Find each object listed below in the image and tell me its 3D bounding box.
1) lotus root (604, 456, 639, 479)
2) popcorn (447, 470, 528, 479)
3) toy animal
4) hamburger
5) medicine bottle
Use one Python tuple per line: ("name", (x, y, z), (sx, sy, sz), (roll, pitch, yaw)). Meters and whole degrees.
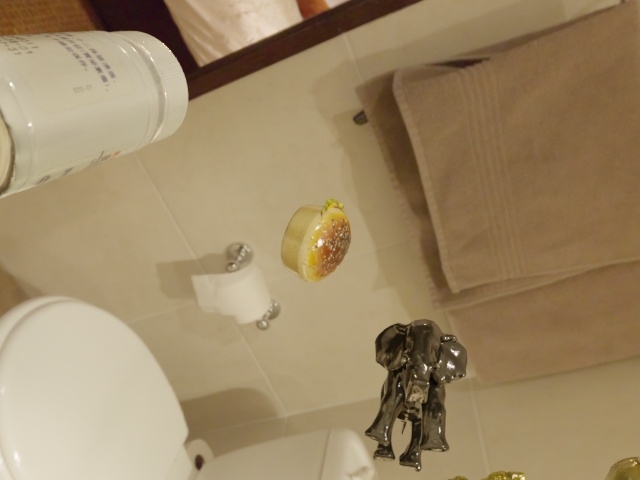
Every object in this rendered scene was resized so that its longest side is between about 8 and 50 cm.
("lotus root", (0.306, 0.297, 0.450), (0.077, 0.091, 0.182), (62, 28, -84))
("popcorn", (0.383, 0.603, 1.066), (0.173, 0.195, 0.168), (58, 23, -62))
("toy animal", (0.109, 0.191, 0.613), (0.245, 0.115, 0.146), (106, 5, -57))
("hamburger", (0.000, 0.000, 0.770), (0.141, 0.082, 0.126), (-52, 150, -44))
("medicine bottle", (-0.363, -0.199, 0.700), (0.332, 0.190, 0.189), (-45, 117, -56))
